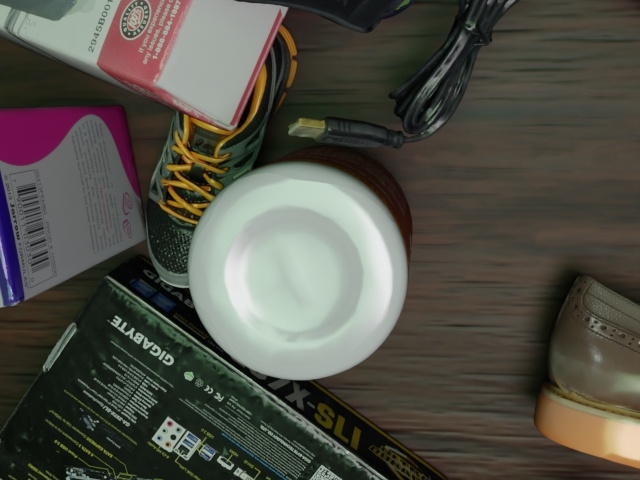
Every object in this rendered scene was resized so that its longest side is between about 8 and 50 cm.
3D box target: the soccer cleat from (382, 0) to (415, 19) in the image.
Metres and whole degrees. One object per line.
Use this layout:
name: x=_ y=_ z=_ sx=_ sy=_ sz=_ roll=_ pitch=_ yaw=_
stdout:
soccer cleat: x=0.079 y=-0.280 z=0.515 sx=0.093 sy=0.121 sz=0.289 roll=23 pitch=103 yaw=2

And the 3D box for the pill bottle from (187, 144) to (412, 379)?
pill bottle: x=0.000 y=0.000 z=0.527 sx=0.121 sy=0.216 sz=0.121 roll=1 pitch=101 yaw=8

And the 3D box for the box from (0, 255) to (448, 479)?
box: x=-0.098 y=0.208 z=0.650 sx=0.322 sy=0.079 sz=0.257 roll=36 pitch=105 yaw=0

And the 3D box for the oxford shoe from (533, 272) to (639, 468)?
oxford shoe: x=0.340 y=0.101 z=0.550 sx=0.364 sy=0.130 sz=0.132 roll=8 pitch=93 yaw=5

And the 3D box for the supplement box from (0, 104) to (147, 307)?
supplement box: x=-0.212 y=-0.029 z=0.549 sx=0.114 sy=0.220 sz=0.111 roll=-7 pitch=98 yaw=10

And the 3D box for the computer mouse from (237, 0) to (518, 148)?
computer mouse: x=-0.001 y=-0.142 z=0.464 sx=0.262 sy=0.060 sz=0.184 roll=2 pitch=132 yaw=-33

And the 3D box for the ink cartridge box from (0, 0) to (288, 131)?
ink cartridge box: x=-0.129 y=-0.185 z=0.527 sx=0.218 sy=0.092 sz=0.158 roll=24 pitch=92 yaw=29

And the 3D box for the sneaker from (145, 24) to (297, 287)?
sneaker: x=-0.084 y=-0.064 z=0.596 sx=0.084 sy=0.083 sz=0.215 roll=19 pitch=103 yaw=3
